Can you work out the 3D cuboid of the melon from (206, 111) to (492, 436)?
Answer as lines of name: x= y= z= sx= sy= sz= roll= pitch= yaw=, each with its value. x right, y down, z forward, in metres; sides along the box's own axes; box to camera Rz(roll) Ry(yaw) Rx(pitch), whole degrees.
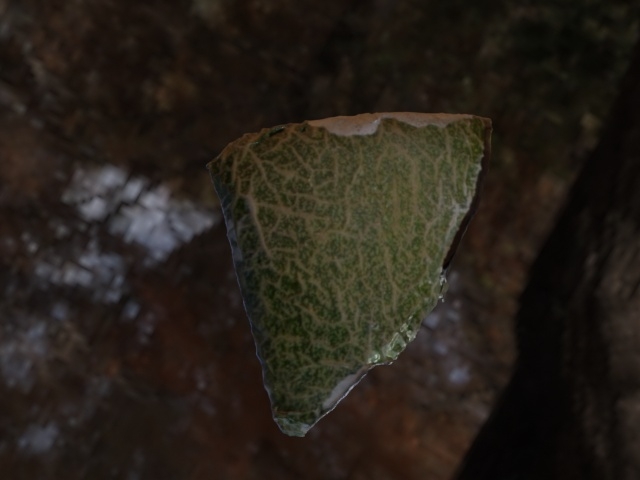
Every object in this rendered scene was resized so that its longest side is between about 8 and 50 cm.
melon: x=-0.002 y=-0.003 z=1.008 sx=0.139 sy=0.202 sz=0.093 roll=33 pitch=162 yaw=-8
